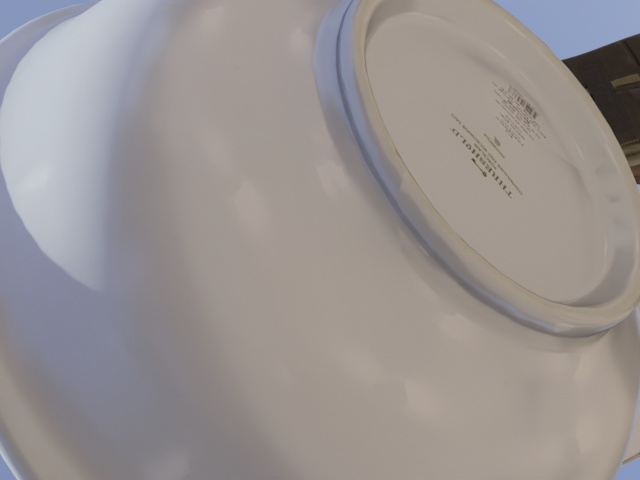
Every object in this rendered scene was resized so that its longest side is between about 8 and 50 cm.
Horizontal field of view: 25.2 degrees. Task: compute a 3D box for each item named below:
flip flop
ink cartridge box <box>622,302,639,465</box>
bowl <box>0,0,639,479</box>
[{"bbox_3d":[0.213,-0.079,1.014,0.080,0.277,0.112,99,156,-64],"label":"flip flop"},{"bbox_3d":[0.198,0.084,1.289,0.117,0.278,0.201,-23,-85,-22],"label":"ink cartridge box"},{"bbox_3d":[0.023,-0.001,0.519,0.298,0.134,0.298,28,-136,-30],"label":"bowl"}]
